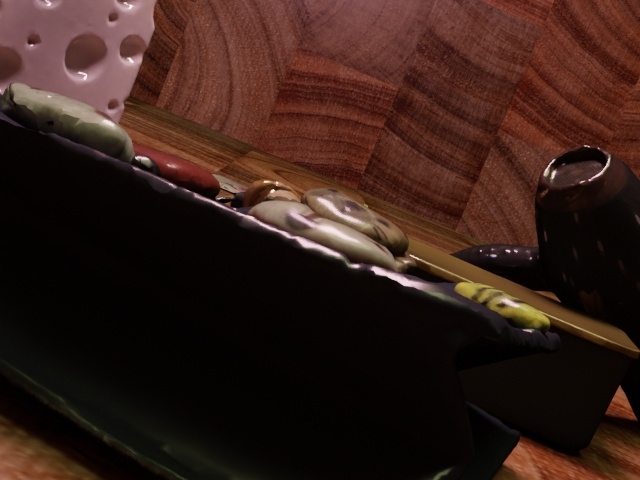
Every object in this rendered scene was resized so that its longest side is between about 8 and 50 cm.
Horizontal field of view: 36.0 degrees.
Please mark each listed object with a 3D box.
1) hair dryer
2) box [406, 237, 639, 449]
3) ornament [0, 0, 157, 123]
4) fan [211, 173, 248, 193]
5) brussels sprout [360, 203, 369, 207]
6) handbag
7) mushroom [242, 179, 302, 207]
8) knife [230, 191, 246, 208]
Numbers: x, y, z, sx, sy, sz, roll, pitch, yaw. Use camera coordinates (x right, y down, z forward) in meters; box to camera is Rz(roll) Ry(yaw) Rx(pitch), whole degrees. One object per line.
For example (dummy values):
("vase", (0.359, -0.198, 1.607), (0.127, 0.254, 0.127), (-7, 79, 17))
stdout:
("hair dryer", (0.175, 0.054, 0.950), (0.359, 0.120, 0.304), (-1, -48, 36))
("box", (0.131, 0.077, 0.768), (0.201, 0.090, 0.144), (24, 6, 7))
("ornament", (-0.351, -0.239, 1.054), (0.239, 0.240, 0.239), (26, 7, 38))
("fan", (-0.140, -0.082, 1.504), (0.182, 0.010, 0.310), (28, 8, 39))
("brussels sprout", (0.034, -0.005, 1.213), (0.085, 0.085, 0.058), (21, 4, -14))
("handbag", (-0.036, 0.024, 0.522), (0.303, 0.122, 0.329), (24, 5, 19))
("mushroom", (0.001, -0.002, 0.965), (0.097, 0.088, 0.212), (1, 14, -33))
("knife", (-0.047, -0.008, 1.186), (0.060, 0.028, 0.230), (1, 22, -41))
